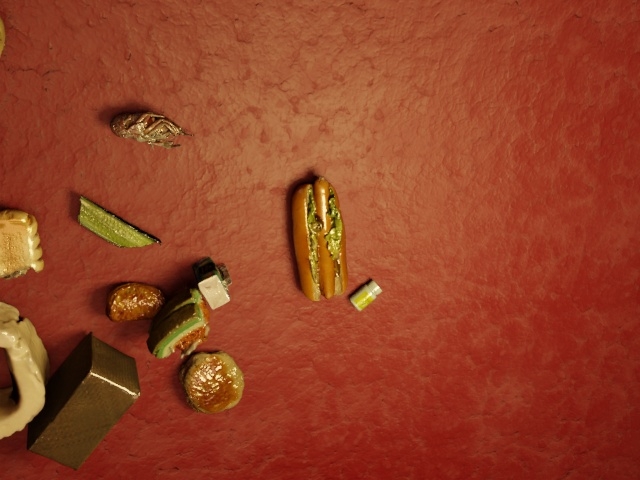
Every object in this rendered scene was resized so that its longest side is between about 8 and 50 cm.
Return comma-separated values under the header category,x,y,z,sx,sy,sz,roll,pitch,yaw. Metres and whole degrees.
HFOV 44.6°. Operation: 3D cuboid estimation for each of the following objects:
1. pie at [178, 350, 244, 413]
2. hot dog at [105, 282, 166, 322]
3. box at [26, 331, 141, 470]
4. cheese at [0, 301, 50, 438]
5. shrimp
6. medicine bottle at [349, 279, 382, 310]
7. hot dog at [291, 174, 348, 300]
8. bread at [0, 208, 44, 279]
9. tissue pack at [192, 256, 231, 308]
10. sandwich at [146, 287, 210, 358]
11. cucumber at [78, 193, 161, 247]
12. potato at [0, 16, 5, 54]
category,x,y,z,sx,sy,sz,roll,pitch,yaw
pie,-0.283,0.373,2.042,0.163,0.079,0.193,-27,117,-7
hot dog,-0.453,0.156,1.909,0.147,0.065,0.099,-5,113,-27
box,-0.581,0.391,1.907,0.143,0.184,0.273,35,100,-29
cheese,-0.798,0.293,1.822,0.292,0.153,0.332,-8,115,-12
shrimp,-0.377,-0.250,1.762,0.190,0.075,0.073,6,78,-29
medicine bottle,0.121,0.146,2.075,0.083,0.047,0.047,-40,116,4
hot dog,0.000,0.000,1.951,0.135,0.100,0.337,-10,115,-11
bread,-0.695,0.011,1.769,0.119,0.084,0.177,-3,112,-16
tissue pack,-0.259,0.098,1.914,0.079,0.111,0.085,-27,117,-4
sandwich,-0.324,0.214,1.903,0.185,0.109,0.160,-39,138,22
cucumber,-0.483,-0.029,1.836,0.220,0.046,0.070,33,102,-23
potato,-0.716,-0.438,1.558,0.202,0.182,0.117,26,66,-6
